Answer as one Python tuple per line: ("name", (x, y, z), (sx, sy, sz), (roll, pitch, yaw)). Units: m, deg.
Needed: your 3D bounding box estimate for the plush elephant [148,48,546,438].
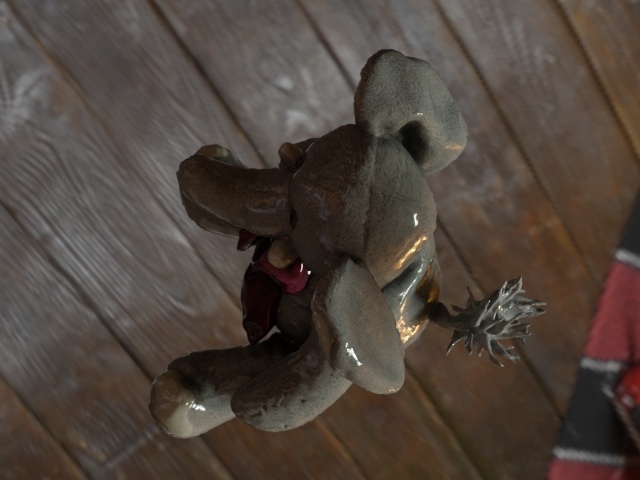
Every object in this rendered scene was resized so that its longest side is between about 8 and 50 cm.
("plush elephant", (0.000, 0.000, 1.348), (0.255, 0.330, 0.272), (69, 30, -57))
